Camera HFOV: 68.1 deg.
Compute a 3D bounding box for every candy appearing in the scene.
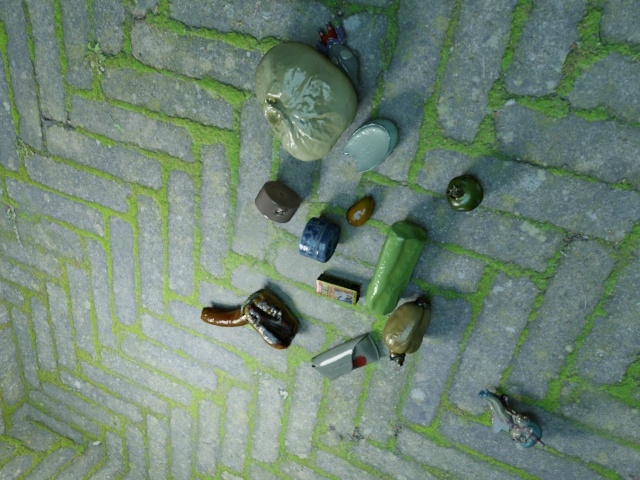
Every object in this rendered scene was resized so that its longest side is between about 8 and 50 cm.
[{"bbox_3d":[0.252,0.097,1.618,0.131,0.142,0.344,17,120,2],"label":"candy"}]

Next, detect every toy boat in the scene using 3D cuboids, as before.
[{"bbox_3d":[0.166,-0.308,1.519,0.134,0.078,0.207,54,134,3],"label":"toy boat"}]

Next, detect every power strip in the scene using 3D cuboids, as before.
[{"bbox_3d":[-0.153,-0.135,1.686,0.154,0.154,0.078,40,121,3],"label":"power strip"}]

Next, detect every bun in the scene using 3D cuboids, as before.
[{"bbox_3d":[-0.064,-0.414,1.447,0.360,0.213,0.361,25,137,26],"label":"bun"}]

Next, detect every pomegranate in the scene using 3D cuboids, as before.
[{"bbox_3d":[0.426,-0.141,1.427,0.114,0.142,0.115,2,93,38],"label":"pomegranate"}]

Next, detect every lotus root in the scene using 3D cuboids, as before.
[{"bbox_3d":[0.309,0.313,1.687,0.140,0.154,0.257,44,113,46],"label":"lotus root"}]

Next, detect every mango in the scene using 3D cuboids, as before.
[{"bbox_3d":[0.137,-0.097,1.625,0.077,0.063,0.127,49,123,7],"label":"mango"}]

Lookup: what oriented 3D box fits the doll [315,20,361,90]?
[{"bbox_3d":[0.063,-0.556,1.443,0.102,0.075,0.228,-27,88,22],"label":"doll"}]

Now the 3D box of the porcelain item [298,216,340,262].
[{"bbox_3d":[0.000,0.000,1.683,0.114,0.147,0.147,21,120,13],"label":"porcelain item"}]

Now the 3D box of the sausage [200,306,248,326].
[{"bbox_3d":[-0.387,0.326,2.054,0.301,0.076,0.103,-8,110,28],"label":"sausage"}]

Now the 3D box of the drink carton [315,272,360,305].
[{"bbox_3d":[0.067,0.184,1.793,0.165,0.056,0.071,15,127,18],"label":"drink carton"}]

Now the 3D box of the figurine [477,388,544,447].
[{"bbox_3d":[0.683,0.619,1.673,0.260,0.103,0.205,44,149,5],"label":"figurine"}]

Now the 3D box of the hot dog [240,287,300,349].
[{"bbox_3d":[-0.201,0.323,1.935,0.162,0.082,0.270,-44,96,-9],"label":"hot dog"}]

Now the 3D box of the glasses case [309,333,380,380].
[{"bbox_3d":[0.093,0.483,1.902,0.308,0.083,0.128,-34,96,33],"label":"glasses case"}]
